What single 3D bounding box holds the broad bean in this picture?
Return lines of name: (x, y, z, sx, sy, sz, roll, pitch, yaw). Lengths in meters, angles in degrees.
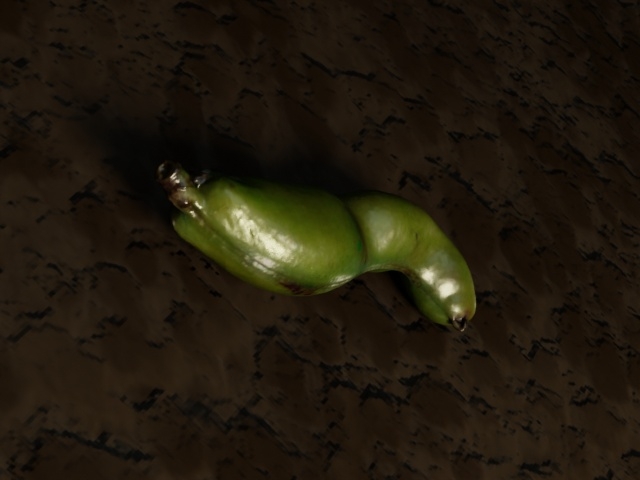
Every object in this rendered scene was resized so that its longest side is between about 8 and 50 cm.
broad bean: (0.000, 0.000, 0.774, 0.213, 0.048, 0.070, 17, 47, -41)
